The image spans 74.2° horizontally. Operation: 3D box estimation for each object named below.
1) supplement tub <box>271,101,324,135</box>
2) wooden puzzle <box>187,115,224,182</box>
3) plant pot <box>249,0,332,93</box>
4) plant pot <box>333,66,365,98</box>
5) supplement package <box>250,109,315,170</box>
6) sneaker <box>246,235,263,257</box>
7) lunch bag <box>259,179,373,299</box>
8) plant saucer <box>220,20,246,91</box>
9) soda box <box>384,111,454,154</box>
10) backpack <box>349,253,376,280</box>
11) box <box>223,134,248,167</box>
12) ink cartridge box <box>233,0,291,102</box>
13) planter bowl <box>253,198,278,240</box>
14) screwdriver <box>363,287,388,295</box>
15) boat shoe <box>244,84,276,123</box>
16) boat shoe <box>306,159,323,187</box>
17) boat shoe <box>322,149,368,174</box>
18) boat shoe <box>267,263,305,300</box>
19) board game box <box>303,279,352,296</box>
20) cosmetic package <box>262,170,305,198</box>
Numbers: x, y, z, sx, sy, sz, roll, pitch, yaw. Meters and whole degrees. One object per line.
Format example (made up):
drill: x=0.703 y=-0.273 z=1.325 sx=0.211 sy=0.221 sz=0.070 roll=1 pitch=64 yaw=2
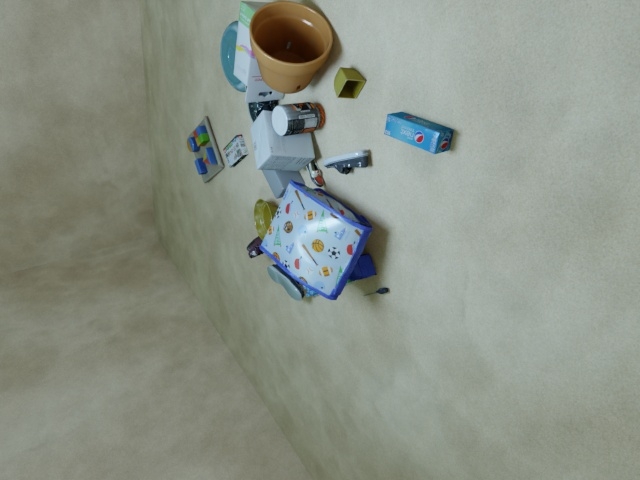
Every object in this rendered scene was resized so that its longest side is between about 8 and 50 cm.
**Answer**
supplement tub: x=-0.084 y=-0.475 z=1.646 sx=0.117 sy=0.190 sz=0.117 roll=27 pitch=126 yaw=44
wooden puzzle: x=-0.727 y=-0.546 z=2.606 sx=0.347 sy=0.080 sz=0.323 roll=-19 pitch=90 yaw=56
plant pot: x=-0.115 y=-0.682 z=1.545 sx=0.291 sy=0.290 sz=0.203 roll=61 pitch=162 yaw=14
plant pot: x=0.092 y=-0.554 z=1.468 sx=0.081 sy=0.081 sz=0.083 roll=-52 pitch=53 yaw=51
supplement package: x=-0.158 y=-0.403 z=1.741 sx=0.149 sy=0.203 sz=0.195 roll=-27 pitch=70 yaw=56
sneaker: x=-0.282 y=0.052 z=2.169 sx=0.281 sy=0.162 sz=0.107 roll=25 pitch=146 yaw=55
lunch bag: x=0.000 y=0.000 z=1.645 sx=0.385 sy=0.238 sz=0.328 roll=37 pitch=110 yaw=37
plant saucer: x=-0.407 y=-0.881 z=2.038 sx=0.317 sy=0.043 sz=0.318 roll=28 pitch=127 yaw=44
soda box: x=0.296 y=-0.331 z=1.290 sx=0.210 sy=0.071 sz=0.067 roll=37 pitch=134 yaw=40
backpack: x=0.144 y=0.109 z=1.686 sx=0.120 sy=0.101 sz=0.098 roll=-22 pitch=81 yaw=60
box: x=-0.464 y=-0.485 z=2.308 sx=0.207 sy=0.036 sz=0.114 roll=-18 pitch=90 yaw=56
ink cartridge box: x=-0.229 y=-0.750 z=1.703 sx=0.119 sy=0.207 sz=0.354 roll=47 pitch=138 yaw=29
planter bowl: x=-0.252 y=-0.107 z=2.135 sx=0.217 sy=0.090 sz=0.218 roll=23 pitch=118 yaw=54
screwdriver: x=0.219 y=0.207 z=1.703 sx=0.170 sy=0.024 sz=0.025 roll=-22 pitch=58 yaw=62
boat shoe: x=-0.256 y=-0.629 z=1.872 sx=0.113 sy=0.127 sz=0.341 roll=153 pitch=106 yaw=-67
boat shoe: x=-0.022 y=-0.287 z=1.778 sx=0.043 sy=0.049 sz=0.137 roll=-46 pitch=63 yaw=50
boat shoe: x=0.096 y=-0.286 z=1.594 sx=0.228 sy=0.080 sz=0.076 roll=-3 pitch=102 yaw=47
boat shoe: x=-0.160 y=0.196 z=2.152 sx=0.302 sy=0.091 sz=0.115 roll=39 pitch=144 yaw=40
board game box: x=-0.027 y=0.048 z=1.938 sx=0.390 sy=0.050 sz=0.390 roll=-30 pitch=81 yaw=55
cosmetic package: x=-0.184 y=-0.320 z=1.919 sx=0.107 sy=0.127 sz=0.238 roll=-38 pitch=72 yaw=54
